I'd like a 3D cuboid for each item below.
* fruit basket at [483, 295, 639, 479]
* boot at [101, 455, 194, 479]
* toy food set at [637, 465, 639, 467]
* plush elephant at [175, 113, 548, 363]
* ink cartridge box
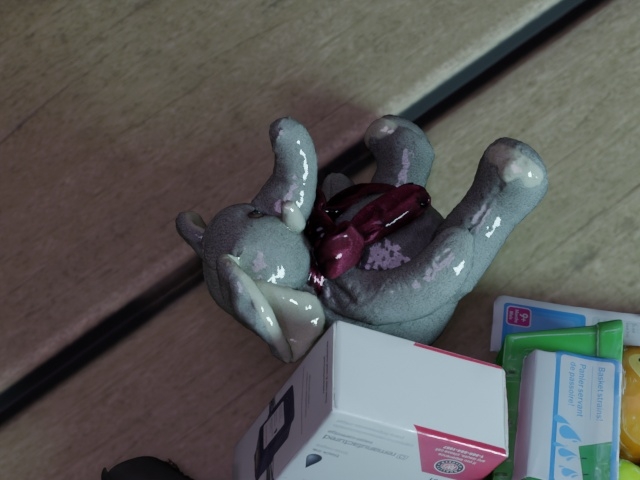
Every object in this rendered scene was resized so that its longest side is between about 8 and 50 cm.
[{"bbox_3d":[0.321,0.204,1.444,0.353,0.165,0.327,6,58,6],"label":"fruit basket"},{"bbox_3d":[-0.111,0.252,1.575,0.198,0.077,0.137,-2,29,-24],"label":"boot"},{"bbox_3d":[0.323,0.240,1.540,0.082,0.020,0.083,-22,72,2],"label":"toy food set"},{"bbox_3d":[0.000,0.000,1.512,0.255,0.272,0.330,22,96,-31],"label":"plush elephant"},{"bbox_3d":[0.039,0.192,1.450,0.172,0.237,0.100,17,50,-18],"label":"ink cartridge box"}]
